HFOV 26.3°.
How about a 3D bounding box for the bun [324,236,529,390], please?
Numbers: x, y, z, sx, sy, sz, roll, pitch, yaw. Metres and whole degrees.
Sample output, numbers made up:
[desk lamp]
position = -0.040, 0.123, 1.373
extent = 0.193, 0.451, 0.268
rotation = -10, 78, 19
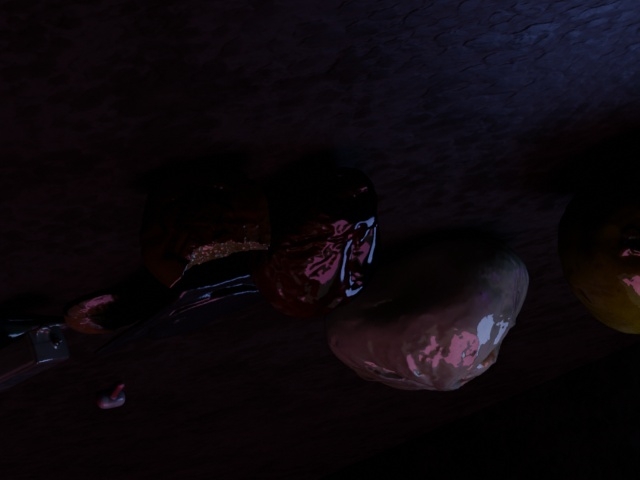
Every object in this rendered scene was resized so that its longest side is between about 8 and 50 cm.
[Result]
[bun]
position = 0.183, 0.137, 2.190
extent = 0.361, 0.213, 0.361
rotation = -17, 163, -5

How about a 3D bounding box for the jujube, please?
[jujube]
position = 0.000, 0.000, 1.703
extent = 0.168, 0.168, 0.236
rotation = -8, 155, -24

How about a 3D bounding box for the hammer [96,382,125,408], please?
[hammer]
position = -0.369, 0.275, 2.453
extent = 0.052, 0.031, 0.083
rotation = -9, 156, -31

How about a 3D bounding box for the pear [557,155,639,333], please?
[pear]
position = 0.473, 0.005, 1.966
extent = 0.269, 0.269, 0.321
rotation = -25, 173, 27

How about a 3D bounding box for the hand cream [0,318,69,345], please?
[hand cream]
position = -0.450, 0.135, 1.908
extent = 0.086, 0.055, 0.235
rotation = -29, 162, 26

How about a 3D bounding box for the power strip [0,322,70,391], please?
[power strip]
position = -0.460, 0.186, 1.889
extent = 0.272, 0.052, 0.078
rotation = -27, 170, 26

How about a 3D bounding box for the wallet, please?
[wallet]
position = -0.143, 0.085, 1.968
extent = 0.323, 0.041, 0.247
rotation = -18, 171, -47

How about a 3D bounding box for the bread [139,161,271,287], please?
[bread]
position = -0.138, -0.023, 1.557
extent = 0.156, 0.125, 0.086
rotation = -23, 172, -11

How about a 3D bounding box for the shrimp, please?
[shrimp]
position = -0.281, 0.089, 1.947
extent = 0.180, 0.041, 0.099
rotation = -17, 148, 7
